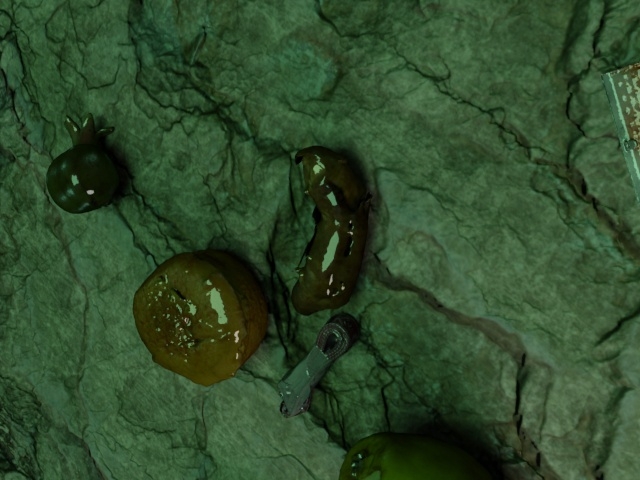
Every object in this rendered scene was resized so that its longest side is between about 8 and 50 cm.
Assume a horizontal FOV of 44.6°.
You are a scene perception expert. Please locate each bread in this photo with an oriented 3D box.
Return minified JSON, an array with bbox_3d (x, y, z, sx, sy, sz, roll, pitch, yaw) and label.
[{"bbox_3d":[-0.213,0.140,1.431,0.269,0.146,0.268,11,112,31],"label":"bread"}]

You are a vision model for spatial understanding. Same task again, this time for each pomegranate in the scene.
[{"bbox_3d":[-0.469,-0.150,1.554,0.152,0.131,0.191,-23,66,41],"label":"pomegranate"}]

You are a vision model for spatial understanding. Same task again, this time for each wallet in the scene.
[{"bbox_3d":[0.435,-0.135,0.996,0.103,0.020,0.196,-16,92,36],"label":"wallet"}]

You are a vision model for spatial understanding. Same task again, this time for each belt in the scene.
[{"bbox_3d":[-0.011,0.217,1.365,0.071,0.053,0.232,39,120,12],"label":"belt"}]

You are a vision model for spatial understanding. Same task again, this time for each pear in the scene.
[{"bbox_3d":[0.161,0.433,1.183,0.321,0.269,0.269,44,123,-3],"label":"pear"}]

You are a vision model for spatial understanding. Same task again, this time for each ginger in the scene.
[{"bbox_3d":[0.013,-0.001,1.265,0.133,0.107,0.309,10,111,18],"label":"ginger"}]
